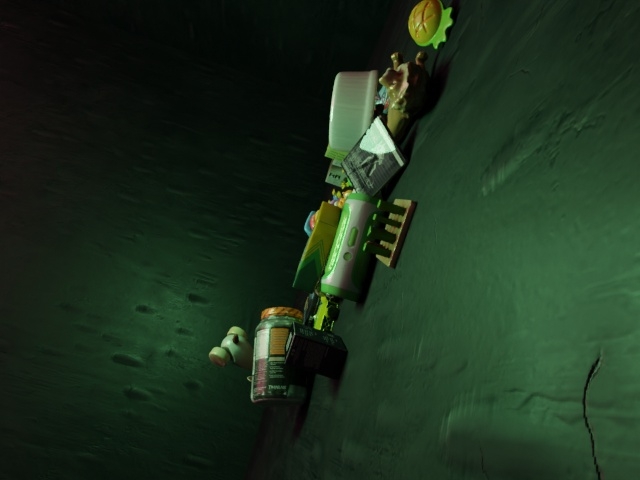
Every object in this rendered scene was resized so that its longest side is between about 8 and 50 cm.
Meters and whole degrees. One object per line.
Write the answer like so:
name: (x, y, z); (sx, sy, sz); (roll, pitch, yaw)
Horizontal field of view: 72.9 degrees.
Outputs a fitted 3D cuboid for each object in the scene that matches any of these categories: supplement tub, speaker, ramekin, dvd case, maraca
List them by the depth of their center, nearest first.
maraca: (0.315, -0.614, 1.229); (0.186, 0.099, 0.127); (-120, 36, -47)
speaker: (0.095, 0.020, 1.250); (0.131, 0.131, 0.297); (146, 141, -81)
dvd case: (0.152, -0.230, 1.281); (0.221, 0.018, 0.165); (-48, 63, 48)
ramekin: (0.109, -0.421, 1.432); (0.277, 0.135, 0.277); (8, -90, -85)
supplement tub: (-0.150, 0.437, 1.632); (0.207, 0.207, 0.338); (117, 157, -59)

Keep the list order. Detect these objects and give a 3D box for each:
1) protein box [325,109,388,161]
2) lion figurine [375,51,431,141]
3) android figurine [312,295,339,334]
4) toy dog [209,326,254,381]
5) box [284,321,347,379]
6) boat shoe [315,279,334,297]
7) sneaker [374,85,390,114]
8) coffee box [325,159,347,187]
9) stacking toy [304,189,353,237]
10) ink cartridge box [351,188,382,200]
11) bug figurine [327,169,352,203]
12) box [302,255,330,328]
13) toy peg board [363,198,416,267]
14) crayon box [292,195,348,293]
protein box: (0.145, -0.405, 1.694); (0.201, 0.199, 0.136); (118, 169, -65)
lion figurine: (0.233, -0.389, 1.279); (0.392, 0.142, 0.240); (85, -169, -66)
android figurine: (0.005, 0.313, 1.598); (0.273, 0.056, 0.248); (132, 155, -73)
toy dog: (-0.269, 0.465, 1.735); (0.161, 0.333, 0.220); (128, 156, -49)
box: (-0.019, 0.316, 1.260); (0.156, 0.158, 0.093); (-156, 84, -85)
boat shoe: (0.044, 0.165, 1.501); (0.184, 0.066, 0.063); (-32, 41, 40)
sneaker: (0.220, -0.546, 1.785); (0.104, 0.125, 0.262); (-81, 10, -54)
coffee box: (0.135, -0.469, 2.430); (0.297, 0.118, 0.168); (113, 174, -46)
stacking toy: (0.071, -0.124, 1.985); (0.302, 0.175, 0.166); (-49, 15, 42)
ink cartridge box: (0.127, -0.141, 1.515); (0.275, 0.060, 0.239); (114, 156, -50)
bug figurine: (0.123, -0.269, 2.166); (0.216, 0.072, 0.279); (-94, 26, -60)
box: (-0.007, 0.232, 1.869); (0.295, 0.073, 0.294); (-87, 14, -76)
toy peg board: (0.153, -0.032, 1.066); (0.160, 0.079, 0.161); (-118, 46, -82)
crayon box: (0.000, 0.000, 1.541); (0.203, 0.083, 0.323); (-77, 8, -66)
